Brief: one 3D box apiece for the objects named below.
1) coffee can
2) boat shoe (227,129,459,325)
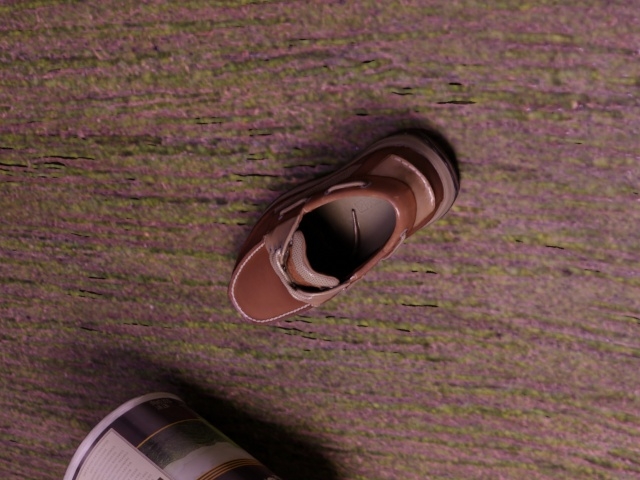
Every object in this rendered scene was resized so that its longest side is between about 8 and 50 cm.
[{"bbox_3d":[-0.135,0.326,1.901,0.275,0.201,0.201,33,134,33],"label":"coffee can"},{"bbox_3d":[0.000,0.000,1.700,0.122,0.120,0.324,48,133,-2],"label":"boat shoe"}]
